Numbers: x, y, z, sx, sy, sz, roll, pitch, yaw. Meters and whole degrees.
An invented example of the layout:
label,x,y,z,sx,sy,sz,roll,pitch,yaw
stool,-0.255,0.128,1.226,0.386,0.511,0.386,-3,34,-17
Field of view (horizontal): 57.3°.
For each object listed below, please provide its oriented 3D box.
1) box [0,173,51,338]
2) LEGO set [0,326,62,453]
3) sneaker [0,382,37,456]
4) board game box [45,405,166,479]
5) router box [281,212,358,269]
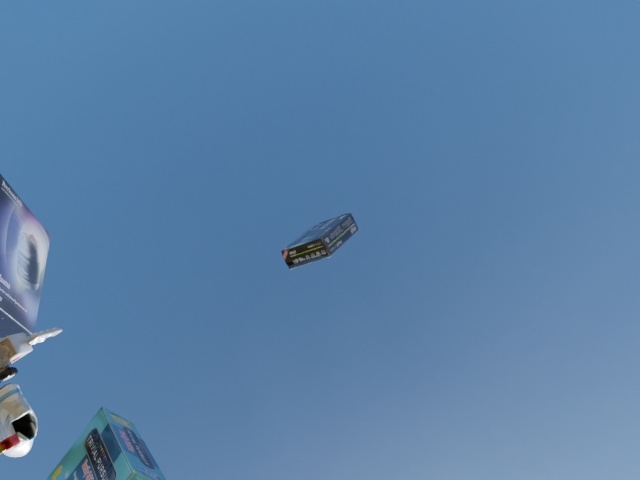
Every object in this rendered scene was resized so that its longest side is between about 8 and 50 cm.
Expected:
label,x,y,z,sx,sy,sz,roll,pitch,yaw
box,-0.797,0.044,1.381,0.182,0.296,0.294,-4,-119,-2
LEGO set,-0.294,0.126,0.402,0.244,0.060,0.183,16,-88,7
sneaker,-0.555,0.352,1.075,0.082,0.191,0.071,33,-136,22
board game box,-0.391,0.459,0.899,0.079,0.253,0.336,43,-104,-28
router box,0.000,0.000,1.033,0.092,0.122,0.038,-18,-76,34
